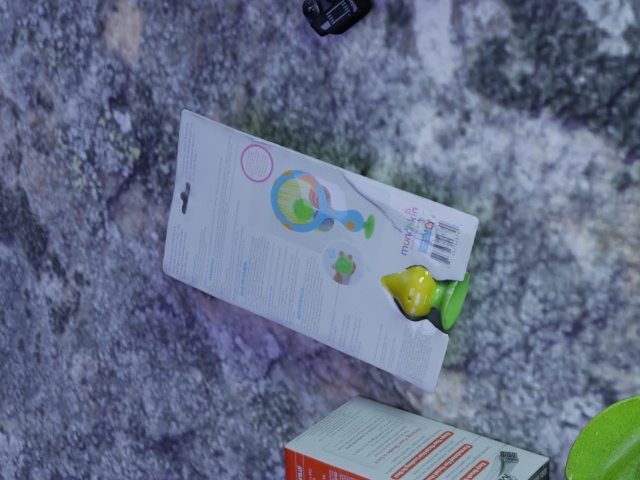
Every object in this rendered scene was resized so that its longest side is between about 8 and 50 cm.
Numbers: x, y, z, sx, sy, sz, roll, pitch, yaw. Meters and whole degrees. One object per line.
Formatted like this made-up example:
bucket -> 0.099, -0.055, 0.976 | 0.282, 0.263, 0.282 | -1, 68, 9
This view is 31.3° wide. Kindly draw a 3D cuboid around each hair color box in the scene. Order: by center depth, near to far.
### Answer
hair color box -> 0.067, 0.172, 0.814 | 0.167, 0.093, 0.053 | 12, 116, 37

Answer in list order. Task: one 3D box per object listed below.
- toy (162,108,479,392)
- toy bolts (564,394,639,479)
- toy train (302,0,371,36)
toy -> 0.000, 0.000, 0.827 | 0.237, 0.056, 0.137 | 24, 118, 25
toy bolts -> 0.281, 0.161, 0.639 | 0.218, 0.158, 0.228 | -41, 64, 1
toy train -> 0.046, -0.178, 0.735 | 0.158, 0.027, 0.036 | -33, 89, 43
